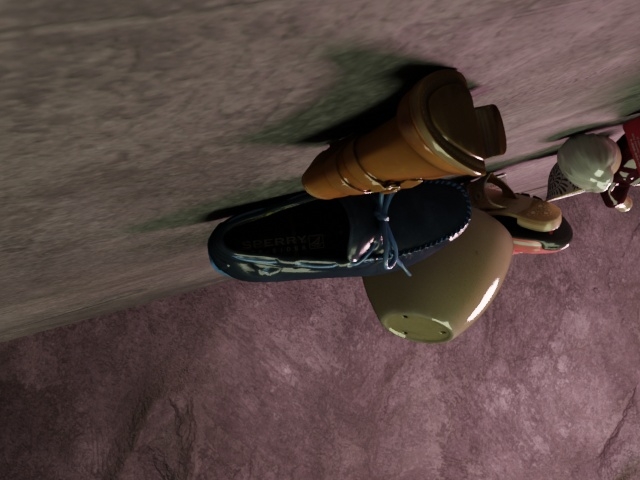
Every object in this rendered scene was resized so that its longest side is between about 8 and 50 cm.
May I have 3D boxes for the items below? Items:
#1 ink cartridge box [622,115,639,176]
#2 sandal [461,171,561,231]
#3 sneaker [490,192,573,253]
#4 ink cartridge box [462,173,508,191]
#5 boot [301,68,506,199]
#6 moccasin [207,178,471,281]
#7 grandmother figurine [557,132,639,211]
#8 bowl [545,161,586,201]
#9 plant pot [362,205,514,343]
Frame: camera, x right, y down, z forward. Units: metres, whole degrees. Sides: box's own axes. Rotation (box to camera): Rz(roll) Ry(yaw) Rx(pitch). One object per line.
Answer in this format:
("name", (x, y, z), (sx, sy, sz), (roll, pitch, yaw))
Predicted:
("ink cartridge box", (0.545, -0.099, 0.912), (0.131, 0.226, 0.306), (-16, 176, -9))
("sandal", (0.322, -0.088, 1.332), (0.240, 0.079, 0.088), (18, -133, 36))
("sneaker", (0.329, -0.011, 1.419), (0.314, 0.136, 0.116), (7, -130, 27))
("ink cartridge box", (0.332, -0.087, 1.512), (0.104, 0.060, 0.180), (-15, 177, 5))
("boot", (0.050, -0.066, 0.557), (0.152, 0.073, 0.197), (-13, 175, 25))
("moccasin", (0.033, -0.005, 0.908), (0.342, 0.138, 0.117), (-16, 172, -8))
("grandmother figurine", (0.518, -0.128, 1.162), (0.342, 0.104, 0.208), (-3, 127, -26))
("bowl", (0.477, -0.130, 1.310), (0.170, 0.080, 0.170), (-15, 176, -1))
("plant pot", (0.194, 0.075, 1.323), (0.284, 0.191, 0.284), (12, 154, 6))
